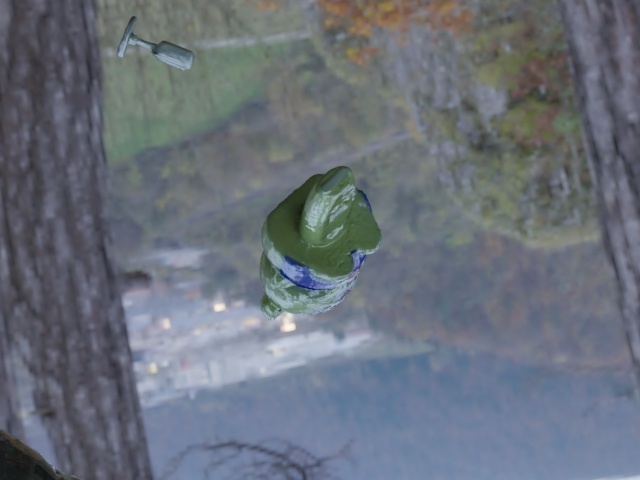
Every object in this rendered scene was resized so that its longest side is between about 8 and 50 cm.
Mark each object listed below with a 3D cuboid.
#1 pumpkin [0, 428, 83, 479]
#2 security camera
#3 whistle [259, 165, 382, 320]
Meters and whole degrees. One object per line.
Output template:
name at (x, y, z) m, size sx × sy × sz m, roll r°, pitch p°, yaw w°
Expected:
pumpkin at (-0.266, 0.244, 0.836) m, size 0.328 × 0.257 × 0.291 m, roll 29°, pitch 146°, yaw -20°
security camera at (-0.202, -0.236, 1.654) m, size 0.092 × 0.058 × 0.058 m, roll 23°, pitch 162°, yaw -8°
whistle at (0.000, 0.000, 1.085) m, size 0.105 × 0.085 × 0.227 m, roll -42°, pitch 169°, yaw -22°
